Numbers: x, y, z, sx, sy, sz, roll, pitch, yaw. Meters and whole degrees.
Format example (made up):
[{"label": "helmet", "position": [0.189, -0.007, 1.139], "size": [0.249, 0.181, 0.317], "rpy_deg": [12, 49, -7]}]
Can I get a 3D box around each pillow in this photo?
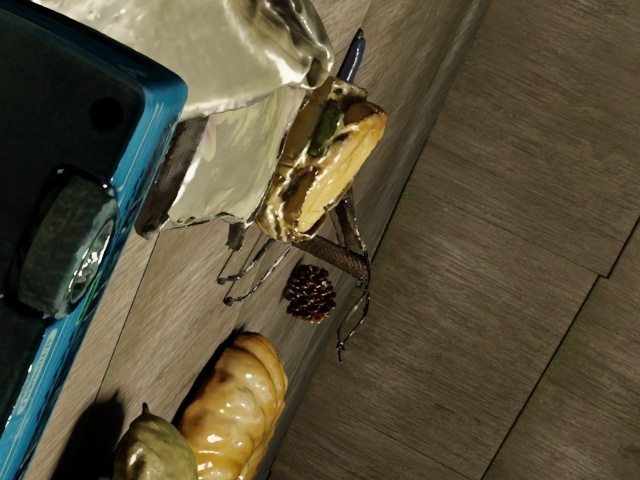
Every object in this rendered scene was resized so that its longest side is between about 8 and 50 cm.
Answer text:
[{"label": "pillow", "position": [-0.065, -0.076, 0.860], "size": [0.169, 0.059, 0.255], "rpy_deg": [-64, 172, 5]}]

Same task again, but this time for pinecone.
[{"label": "pinecone", "position": [-0.016, 0.075, 1.837], "size": [0.077, 0.077, 0.083], "rpy_deg": [-58, 150, -39]}]

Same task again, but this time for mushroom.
[{"label": "mushroom", "position": [-0.147, 0.273, 1.083], "size": [0.217, 0.212, 0.292], "rpy_deg": [-54, 166, -7]}]

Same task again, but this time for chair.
[{"label": "chair", "position": [0.000, 0.000, 1.351], "size": [0.174, 0.149, 0.213], "rpy_deg": [85, 29, -76]}]

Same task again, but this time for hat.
[{"label": "hat", "position": [-0.043, -0.175, 0.608], "size": [0.245, 0.149, 0.214], "rpy_deg": [-6, 142, -38]}]

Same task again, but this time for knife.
[{"label": "knife", "position": [0.026, -0.170, 1.382], "size": [0.031, 0.018, 0.121], "rpy_deg": [-34, 151, -63]}]

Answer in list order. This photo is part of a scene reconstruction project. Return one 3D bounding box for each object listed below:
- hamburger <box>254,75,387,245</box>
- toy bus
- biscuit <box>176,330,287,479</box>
[{"label": "hamburger", "position": [-0.010, -0.092, 1.164], "size": [0.176, 0.087, 0.102], "rpy_deg": [-53, 159, -17]}, {"label": "toy bus", "position": [-0.141, 0.034, 0.443], "size": [0.134, 0.114, 0.246], "rpy_deg": [-62, 176, -79]}, {"label": "biscuit", "position": [-0.132, 0.269, 1.595], "size": [0.326, 0.107, 0.325], "rpy_deg": [24, 90, -86]}]
